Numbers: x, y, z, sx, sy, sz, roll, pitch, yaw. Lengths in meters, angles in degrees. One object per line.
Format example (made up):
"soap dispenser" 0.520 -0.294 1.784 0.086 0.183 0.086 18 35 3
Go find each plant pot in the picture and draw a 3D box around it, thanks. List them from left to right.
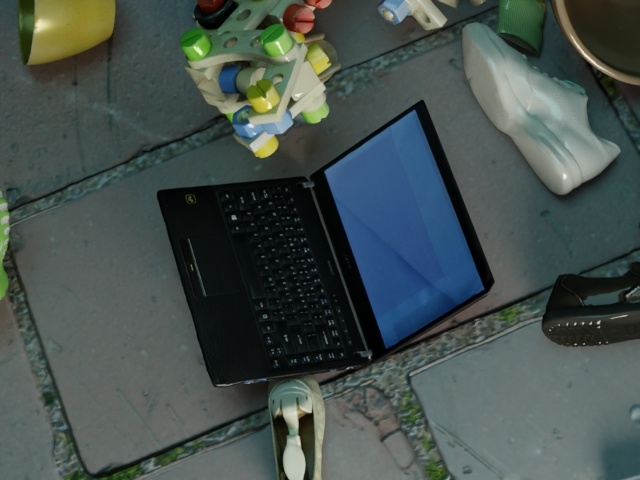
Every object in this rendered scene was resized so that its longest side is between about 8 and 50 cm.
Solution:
"plant pot" -0.281 -0.261 1.952 0.095 0.134 0.134 0 61 -17
"plant pot" 0.341 -0.286 1.825 0.237 0.237 0.110 -24 20 -3

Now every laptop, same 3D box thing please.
"laptop" 0.000 0.000 1.745 0.264 0.136 0.234 -6 58 -22

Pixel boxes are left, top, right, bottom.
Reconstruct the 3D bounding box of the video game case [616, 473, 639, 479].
"video game case" 0.392 0.283 1.600 0.212 0.023 0.193 -16 61 2

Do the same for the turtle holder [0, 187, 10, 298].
"turtle holder" -0.482 -0.035 1.828 0.320 0.243 0.227 25 83 -21

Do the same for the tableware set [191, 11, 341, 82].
"tableware set" -0.062 -0.223 1.943 0.141 0.020 0.168 -19 62 1

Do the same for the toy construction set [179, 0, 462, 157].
"toy construction set" -0.013 -0.232 1.842 0.328 0.151 0.215 -39 38 -29

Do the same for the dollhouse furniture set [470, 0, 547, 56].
"dollhouse furniture set" 0.195 -0.263 1.849 0.152 0.058 0.076 23 57 -29

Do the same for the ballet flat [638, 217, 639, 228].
"ballet flat" 0.369 -0.099 1.779 0.079 0.077 0.221 4 63 34

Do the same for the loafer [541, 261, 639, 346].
"loafer" 0.324 0.052 1.698 0.220 0.080 0.078 -2 63 9

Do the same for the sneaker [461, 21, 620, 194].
"sneaker" 0.229 -0.149 1.828 0.094 0.080 0.212 -29 72 -14

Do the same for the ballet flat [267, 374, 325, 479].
"ballet flat" -0.022 0.186 1.708 0.057 0.052 0.168 -11 62 4
